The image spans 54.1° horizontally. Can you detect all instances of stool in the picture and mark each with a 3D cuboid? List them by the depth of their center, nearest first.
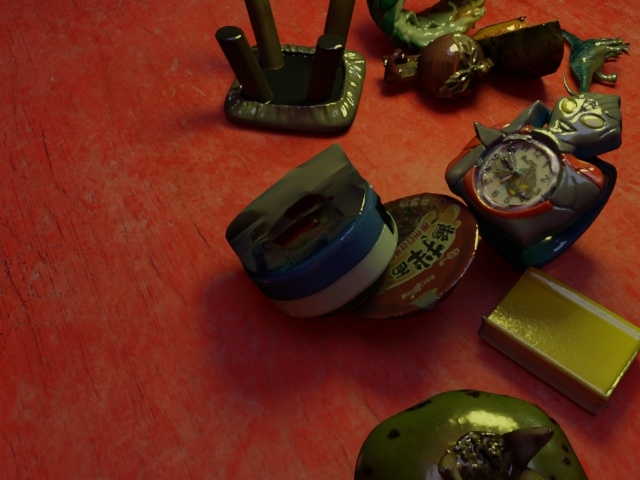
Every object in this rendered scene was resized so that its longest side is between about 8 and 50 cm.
[{"bbox_3d":[-0.055,-0.421,1.413,0.310,0.226,0.310,7,51,6],"label":"stool"}]

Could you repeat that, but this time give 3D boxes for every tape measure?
[{"bbox_3d":[0.000,0.000,1.050,0.259,0.138,0.262,-38,37,0],"label":"tape measure"}]

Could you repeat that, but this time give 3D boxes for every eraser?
[{"bbox_3d":[0.395,0.156,1.019,0.226,0.069,0.158,35,56,25],"label":"eraser"}]

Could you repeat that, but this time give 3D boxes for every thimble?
[{"bbox_3d":[0.265,-0.606,1.547,0.288,0.254,0.167,-1,42,-17],"label":"thimble"}]

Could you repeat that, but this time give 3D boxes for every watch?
[{"bbox_3d":[0.398,-0.106,1.090,0.305,0.274,0.241,-43,56,6],"label":"watch"}]

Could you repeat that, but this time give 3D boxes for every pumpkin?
[{"bbox_3d":[0.450,-0.440,1.490,0.169,0.148,0.312,-20,17,6],"label":"pumpkin"}]

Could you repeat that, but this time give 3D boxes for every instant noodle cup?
[{"bbox_3d":[0.150,0.046,1.069,0.274,0.090,0.274,-21,40,18],"label":"instant noodle cup"}]

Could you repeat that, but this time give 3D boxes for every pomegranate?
[{"bbox_3d":[0.170,0.288,0.747,0.291,0.323,0.290,-17,36,12],"label":"pomegranate"}]

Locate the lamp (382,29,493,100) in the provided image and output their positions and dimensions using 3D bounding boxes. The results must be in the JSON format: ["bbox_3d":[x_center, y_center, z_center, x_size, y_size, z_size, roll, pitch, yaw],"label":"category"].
[{"bbox_3d":[0.278,-0.395,1.453,0.215,0.151,0.223,-16,9,-31],"label":"lamp"}]

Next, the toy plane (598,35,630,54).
[{"bbox_3d":[0.755,-0.503,1.611,0.083,0.031,0.078,11,50,9],"label":"toy plane"}]

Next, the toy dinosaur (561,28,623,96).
[{"bbox_3d":[0.661,-0.442,1.534,0.147,0.076,0.363,3,44,15],"label":"toy dinosaur"}]
